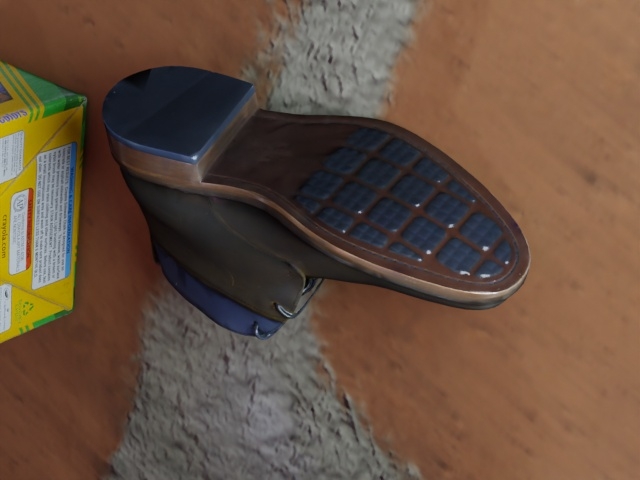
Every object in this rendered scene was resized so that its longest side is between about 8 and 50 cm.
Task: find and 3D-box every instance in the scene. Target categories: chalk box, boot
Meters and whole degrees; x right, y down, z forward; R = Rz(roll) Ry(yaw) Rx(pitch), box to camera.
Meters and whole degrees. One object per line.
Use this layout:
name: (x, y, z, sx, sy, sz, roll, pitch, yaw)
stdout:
chalk box: (-0.246, -0.036, 1.047, 0.213, 0.132, 0.132, 26, 122, 32)
boot: (0.000, 0.000, 0.907, 0.219, 0.082, 0.106, 26, 143, 26)
